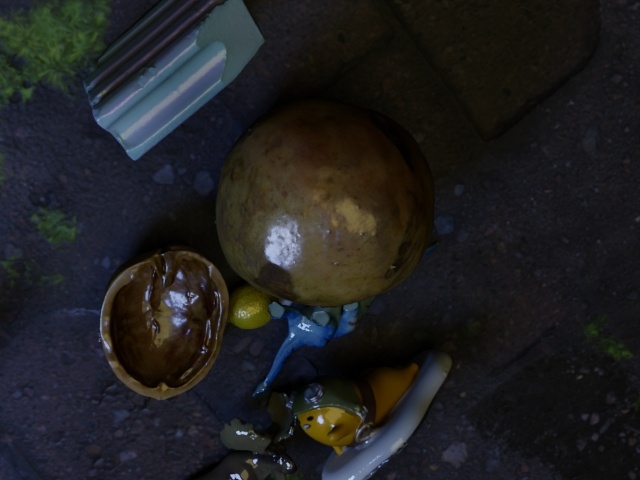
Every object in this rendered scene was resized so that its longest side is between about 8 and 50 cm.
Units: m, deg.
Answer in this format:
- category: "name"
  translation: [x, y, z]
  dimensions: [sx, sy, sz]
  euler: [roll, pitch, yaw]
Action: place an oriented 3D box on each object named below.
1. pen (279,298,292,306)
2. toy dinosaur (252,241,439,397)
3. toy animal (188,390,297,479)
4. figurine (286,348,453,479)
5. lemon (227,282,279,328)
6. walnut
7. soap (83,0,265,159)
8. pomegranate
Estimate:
- category: "pen"
  translation: [0.000, 0.000, 1.919]
  dimensions: [0.025, 0.025, 0.204]
  euler: [28, 100, -22]
- category: "toy dinosaur"
  translation: [0.018, 0.091, 1.912]
  dimensions: [0.329, 0.076, 0.144]
  euler: [-42, 157, 1]
- category: "toy animal"
  translation: [-0.105, 0.318, 1.972]
  dimensions: [0.214, 0.094, 0.186]
  euler: [-25, 106, 4]
- category: "figurine"
  translation: [0.051, 0.203, 1.945]
  dimensions: [0.141, 0.166, 0.250]
  euler: [45, 65, -12]
- category: "lemon"
  translation: [-0.092, 0.086, 1.905]
  dimensions: [0.083, 0.062, 0.062]
  euler: [-20, 113, -7]
- category: "walnut"
  translation: [-0.208, 0.093, 1.863]
  dimensions: [0.167, 0.087, 0.211]
  euler: [0, 112, -22]
- category: "soap"
  translation: [-0.168, -0.218, 1.734]
  dimensions: [0.230, 0.145, 0.091]
  euler: [-38, 123, 6]
- category: "pomegranate"
  translation: [0.001, -0.045, 1.769]
  dimensions: [0.281, 0.281, 0.281]
  euler: [-5, 111, -13]
